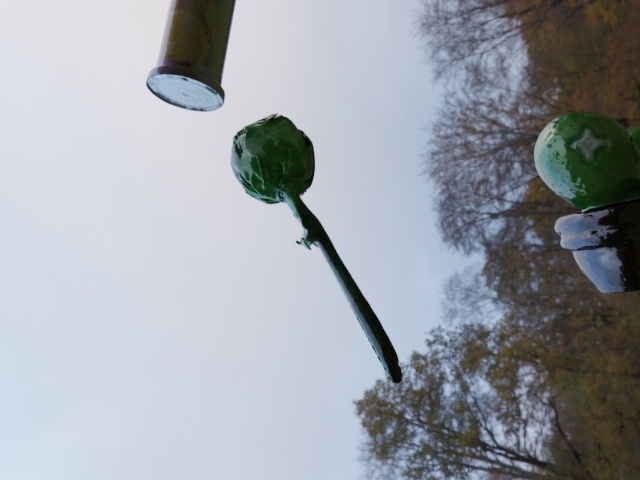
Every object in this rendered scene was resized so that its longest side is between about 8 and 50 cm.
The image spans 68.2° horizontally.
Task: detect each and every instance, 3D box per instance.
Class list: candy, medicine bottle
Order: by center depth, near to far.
[{"bbox_3d":[-0.002,0.001,0.495,0.097,0.097,0.323,-3,-124,-50],"label":"candy"},{"bbox_3d":[-0.164,-0.411,0.699,0.108,0.108,0.426,18,-105,-48],"label":"medicine bottle"}]

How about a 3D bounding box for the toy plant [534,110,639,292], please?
[{"bbox_3d":[0.389,-0.056,0.612,0.218,0.175,0.235,-10,-96,-25],"label":"toy plant"}]
